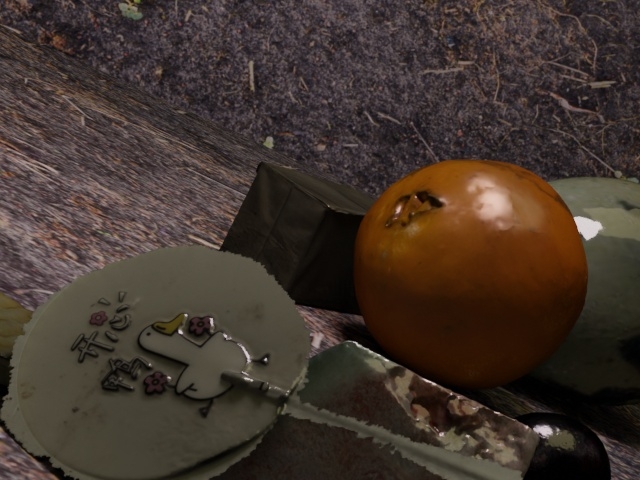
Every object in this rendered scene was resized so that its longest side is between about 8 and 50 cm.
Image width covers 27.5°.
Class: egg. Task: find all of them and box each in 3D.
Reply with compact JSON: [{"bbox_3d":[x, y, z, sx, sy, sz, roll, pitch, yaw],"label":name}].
[{"bbox_3d":[0.410,0.071,1.973,0.428,0.345,0.345,18,12,-21],"label":"egg"}]

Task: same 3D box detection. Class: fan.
[{"bbox_3d":[-0.047,0.109,0.965,0.415,0.233,0.012,15,-36,21],"label":"fan"}]

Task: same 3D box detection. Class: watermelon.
[{"bbox_3d":[0.045,0.206,1.033,0.310,0.193,0.232,35,-16,-35],"label":"watermelon"}]

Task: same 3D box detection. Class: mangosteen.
[{"bbox_3d":[0.229,0.247,1.302,0.137,0.137,0.151,19,47,-36],"label":"mangosteen"}]

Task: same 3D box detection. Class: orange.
[{"bbox_3d":[0.195,0.042,1.709,0.312,0.312,0.312,25,10,-5],"label":"orange"}]

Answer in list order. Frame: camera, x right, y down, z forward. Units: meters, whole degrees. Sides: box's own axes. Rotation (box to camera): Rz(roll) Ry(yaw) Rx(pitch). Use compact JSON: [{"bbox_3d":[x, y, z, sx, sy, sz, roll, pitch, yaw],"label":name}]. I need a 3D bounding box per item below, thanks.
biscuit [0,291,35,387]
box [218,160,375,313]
[{"bbox_3d":[-0.330,0.050,1.097,0.273,0.036,0.187,25,10,-4],"label":"biscuit"},{"bbox_3d":[0.000,0.000,1.861,0.155,0.149,0.231,33,12,36],"label":"box"}]
